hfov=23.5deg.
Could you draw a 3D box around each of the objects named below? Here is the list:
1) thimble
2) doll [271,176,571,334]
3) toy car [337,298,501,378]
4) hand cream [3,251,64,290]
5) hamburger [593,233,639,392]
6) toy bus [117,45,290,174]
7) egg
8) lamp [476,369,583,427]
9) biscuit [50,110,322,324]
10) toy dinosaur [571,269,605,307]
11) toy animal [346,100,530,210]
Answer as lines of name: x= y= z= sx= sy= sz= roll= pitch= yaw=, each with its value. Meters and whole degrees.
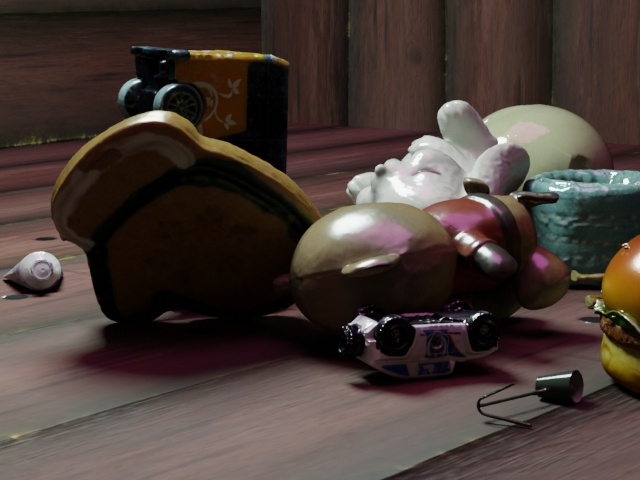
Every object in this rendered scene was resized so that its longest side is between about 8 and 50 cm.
thimble: x=0.381 y=-0.021 z=2.113 sx=0.198 sy=0.143 sz=0.235 roll=8 pitch=13 yaw=38
doll: x=0.121 y=0.022 z=1.741 sx=0.330 sy=0.174 sz=0.235 roll=-9 pitch=-1 yaw=-30
toy car: x=0.100 y=0.103 z=1.593 sx=0.171 sy=0.070 sz=0.080 roll=-2 pitch=10 yaw=-22
hand cream: x=-0.381 y=0.045 z=2.077 sx=0.084 sy=0.053 sz=0.142 roll=-2 pitch=-6 yaw=-16
hamburger: x=0.394 y=0.062 z=1.534 sx=0.246 sy=0.170 sz=0.246 roll=-1 pitch=7 yaw=0
toy bus: x=-0.147 y=-0.086 z=1.986 sx=0.194 sy=0.323 sz=0.162 roll=-4 pitch=10 yaw=-28
egg: x=0.326 y=-0.100 z=2.361 sx=0.269 sy=0.219 sz=0.219 roll=-11 pitch=14 yaw=-36
lamp: x=0.199 y=0.146 z=1.458 sx=0.054 sy=0.041 sz=0.121 roll=-4 pitch=3 yaw=35
biscuit: x=-0.161 y=0.002 z=1.770 sx=0.344 sy=0.287 sz=0.057 roll=34 pitch=31 yaw=-35
toy dinosaur: x=0.391 y=0.063 z=1.927 sx=0.126 sy=0.039 sz=0.162 roll=-3 pitch=11 yaw=-22
toy animal: x=0.153 y=-0.040 z=2.047 sx=0.272 sy=0.206 sz=0.265 roll=-36 pitch=8 yaw=16
